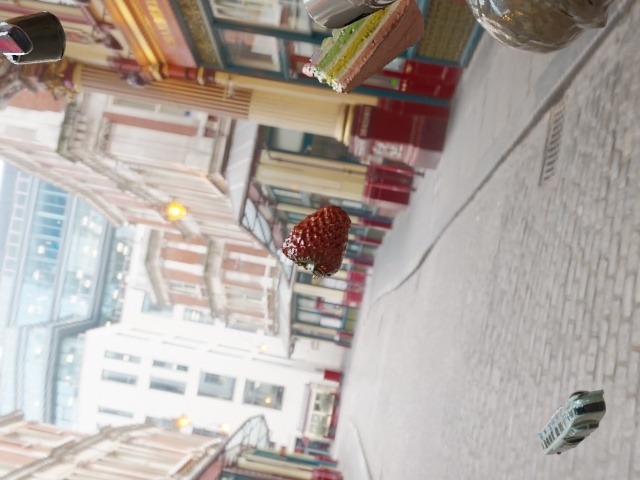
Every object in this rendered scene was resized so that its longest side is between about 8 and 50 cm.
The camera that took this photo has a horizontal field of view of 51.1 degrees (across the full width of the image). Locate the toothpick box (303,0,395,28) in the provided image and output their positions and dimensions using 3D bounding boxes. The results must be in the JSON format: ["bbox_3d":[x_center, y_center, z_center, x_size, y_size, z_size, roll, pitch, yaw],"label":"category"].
[{"bbox_3d":[0.053,-0.388,0.996,0.180,0.111,0.111,-170,91,-67],"label":"toothpick box"}]

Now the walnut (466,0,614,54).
[{"bbox_3d":[0.278,-0.347,0.837,0.224,0.224,0.224,11,-90,-87],"label":"walnut"}]

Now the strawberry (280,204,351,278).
[{"bbox_3d":[0.000,0.000,0.736,0.083,0.073,0.073,-61,-9,-16],"label":"strawberry"}]

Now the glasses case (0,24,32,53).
[{"bbox_3d":[-0.353,-0.229,0.760,0.033,0.083,0.023,45,-111,-43],"label":"glasses case"}]

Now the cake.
[{"bbox_3d":[0.074,-0.347,1.139,0.225,0.109,0.090,-42,-35,-24],"label":"cake"}]

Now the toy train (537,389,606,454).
[{"bbox_3d":[0.326,0.238,0.869,0.207,0.043,0.047,80,177,-60],"label":"toy train"}]

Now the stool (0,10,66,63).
[{"bbox_3d":[-0.555,-0.389,1.289,0.110,0.096,0.096,-29,-41,-42],"label":"stool"}]
